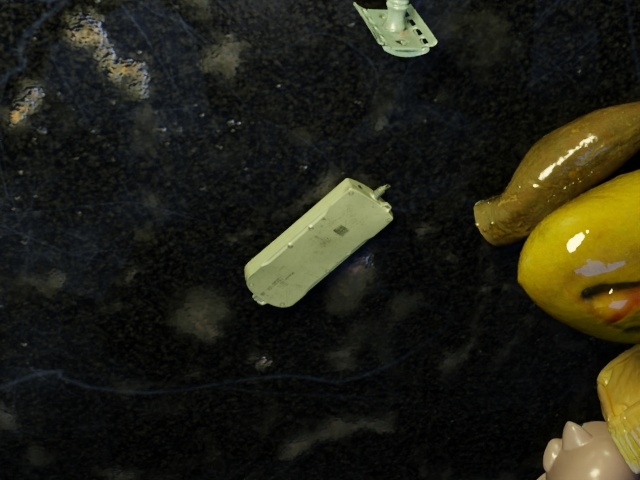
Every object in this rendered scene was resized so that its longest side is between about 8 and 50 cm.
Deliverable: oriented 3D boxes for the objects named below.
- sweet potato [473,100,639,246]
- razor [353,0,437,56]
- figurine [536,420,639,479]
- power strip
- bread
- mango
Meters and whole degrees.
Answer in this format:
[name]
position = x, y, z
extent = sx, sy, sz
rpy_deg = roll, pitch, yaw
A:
[sweet potato]
position = 0.304, -0.095, 1.881
extent = 0.286, 0.085, 0.112
rpy_deg = -39, 163, 6
[razor]
position = 0.089, -0.316, 1.626
extent = 0.068, 0.106, 0.232
rpy_deg = -1, 120, -15
[figurine]
position = 0.449, 0.360, 2.248
extent = 0.287, 0.186, 0.176
rpy_deg = 20, 111, 12
[power strip]
position = 0.000, 0.000, 1.912
extent = 0.227, 0.029, 0.080
rpy_deg = -40, 127, 22
[bread]
position = 0.504, 0.185, 2.124
extent = 0.288, 0.152, 0.119
rpy_deg = -37, 121, 23
[mango]
position = 0.367, 0.014, 1.872
extent = 0.365, 0.182, 0.253
rpy_deg = 3, 144, -44
